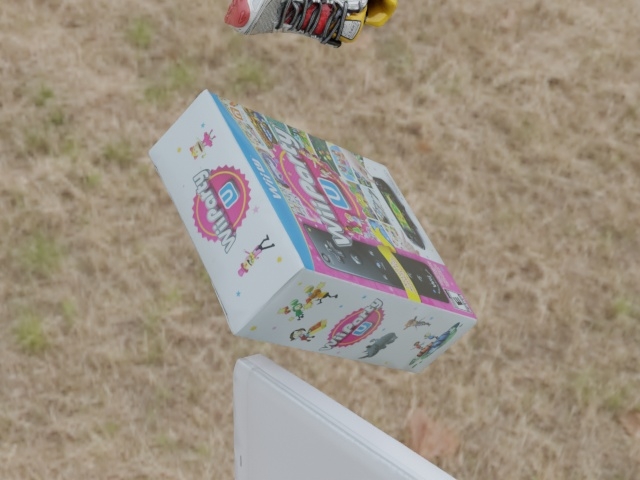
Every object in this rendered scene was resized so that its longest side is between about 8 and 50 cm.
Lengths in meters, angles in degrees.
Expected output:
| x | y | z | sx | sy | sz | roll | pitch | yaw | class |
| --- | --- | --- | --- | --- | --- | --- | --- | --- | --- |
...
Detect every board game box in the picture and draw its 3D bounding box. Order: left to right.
| x | y | z | sx | sy | sz | roll | pitch | yaw | class |
| --- | --- | --- | --- | --- | --- | --- | --- | --- | --- |
| 0.000 | 0.000 | 1.090 | 0.303 | 0.097 | 0.224 | 17 | 37 | -51 | board game box |

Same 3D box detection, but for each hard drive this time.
| x | y | z | sx | sy | sz | roll | pitch | yaw | class |
| --- | --- | --- | --- | --- | --- | --- | --- | --- | --- |
| 0.016 | 0.246 | 0.972 | 0.040 | 0.203 | 0.307 | -11 | 21 | -32 | hard drive |

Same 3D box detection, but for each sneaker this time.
| x | y | z | sx | sy | sz | roll | pitch | yaw | class |
| --- | --- | --- | --- | --- | --- | --- | --- | --- | --- |
| -0.001 | -0.232 | 1.054 | 0.093 | 0.088 | 0.225 | 50 | 42 | 12 | sneaker |
